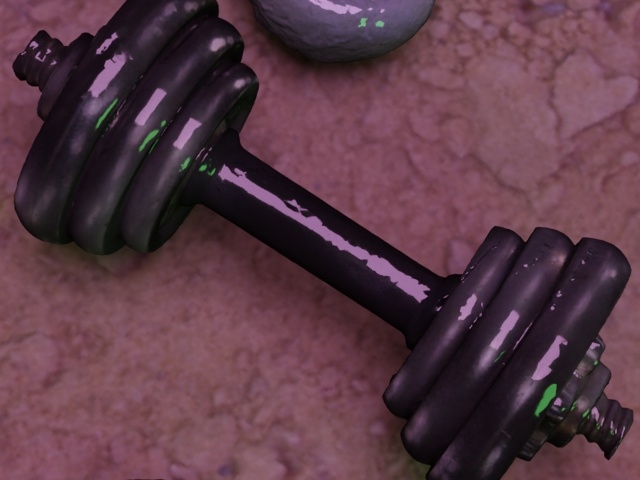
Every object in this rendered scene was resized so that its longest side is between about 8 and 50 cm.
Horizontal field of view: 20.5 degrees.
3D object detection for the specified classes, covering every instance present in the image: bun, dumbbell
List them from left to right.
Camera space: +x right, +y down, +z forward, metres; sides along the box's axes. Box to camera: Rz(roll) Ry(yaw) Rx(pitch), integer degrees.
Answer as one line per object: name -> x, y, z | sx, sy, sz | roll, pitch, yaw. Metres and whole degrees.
dumbbell -> 0.000, 0.000, 1.011 | 0.406, 0.179, 0.179 | 33, 73, 4
bun -> 0.009, -0.174, 1.117 | 0.141, 0.083, 0.140 | 5, 67, -13

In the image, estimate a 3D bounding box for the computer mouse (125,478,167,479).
computer mouse -> -0.137, 0.241, 0.970 | 0.270, 0.086, 0.137 | -40, 81, -16
